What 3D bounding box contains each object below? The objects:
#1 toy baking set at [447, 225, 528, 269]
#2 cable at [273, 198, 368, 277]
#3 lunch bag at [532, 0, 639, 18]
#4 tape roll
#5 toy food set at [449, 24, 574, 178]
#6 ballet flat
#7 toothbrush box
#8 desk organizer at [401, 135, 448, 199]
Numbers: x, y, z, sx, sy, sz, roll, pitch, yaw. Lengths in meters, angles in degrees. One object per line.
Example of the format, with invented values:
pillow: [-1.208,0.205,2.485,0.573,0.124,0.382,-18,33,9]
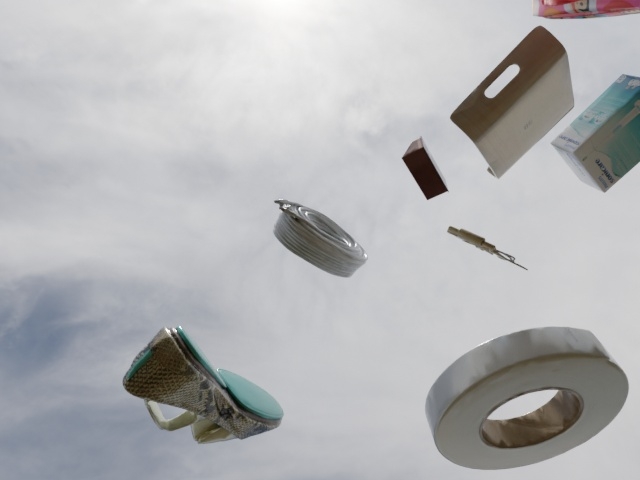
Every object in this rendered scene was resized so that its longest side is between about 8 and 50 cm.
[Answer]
toy baking set: [0.523,0.017,1.397,0.196,0.256,0.030,21,-82,-44]
cable: [0.000,0.000,1.157,0.257,0.257,0.089,39,-76,18]
lunch bag: [0.388,-0.329,0.515,0.258,0.293,0.120,-16,-65,-1]
tape roll: [0.408,0.330,0.889,0.392,0.072,0.392,-3,-54,-4]
toy food set: [0.406,-0.271,0.933,0.220,0.306,0.092,-46,-121,16]
ballet flat: [-0.251,0.349,0.964,0.182,0.483,0.164,-42,-129,-10]
toothbrush box: [0.940,-0.339,1.417,0.216,0.126,0.295,36,-75,-25]
desk organizer: [0.223,-0.152,0.946,0.050,0.047,0.130,-24,-55,24]
